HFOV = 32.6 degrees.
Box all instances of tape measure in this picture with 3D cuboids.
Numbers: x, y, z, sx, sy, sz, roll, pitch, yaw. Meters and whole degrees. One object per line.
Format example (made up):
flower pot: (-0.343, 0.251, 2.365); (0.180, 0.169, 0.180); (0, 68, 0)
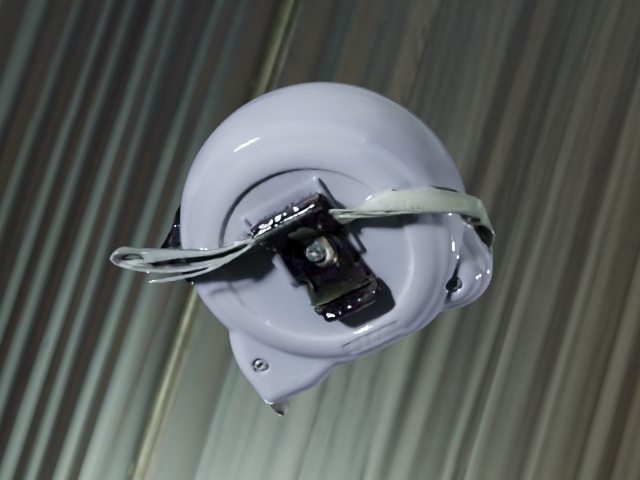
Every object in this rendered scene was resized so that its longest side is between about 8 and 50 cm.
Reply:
tape measure: (-0.004, -0.001, 0.671); (0.178, 0.196, 0.105); (49, -155, -16)
